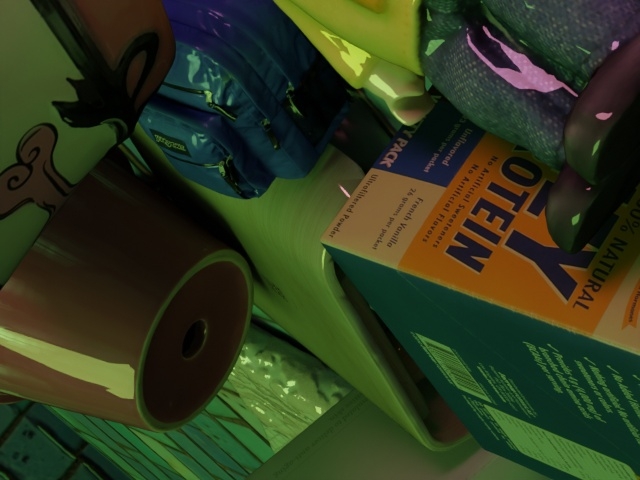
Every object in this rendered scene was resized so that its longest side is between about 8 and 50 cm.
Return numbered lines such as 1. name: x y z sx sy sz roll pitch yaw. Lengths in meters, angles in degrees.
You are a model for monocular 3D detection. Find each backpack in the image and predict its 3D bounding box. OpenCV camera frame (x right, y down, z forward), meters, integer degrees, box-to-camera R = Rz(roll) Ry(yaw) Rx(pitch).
1. backpack: -0.051 -0.088 0.867 0.098 0.101 0.120 17 155 31

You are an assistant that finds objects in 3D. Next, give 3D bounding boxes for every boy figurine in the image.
1. boy figurine: 0.018 -0.123 0.631 0.285 0.092 0.177 36 154 16

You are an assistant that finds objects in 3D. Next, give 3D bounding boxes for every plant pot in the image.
1. plant pot: -0.152 0.034 1.053 0.180 0.201 0.201 22 159 26

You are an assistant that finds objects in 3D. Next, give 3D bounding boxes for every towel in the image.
1. towel: 0.051 0.212 1.561 0.331 0.053 0.317 27 161 24

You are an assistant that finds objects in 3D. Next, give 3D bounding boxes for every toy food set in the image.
1. toy food set: 0.000 0.000 1.061 0.219 0.092 0.306 37 166 37

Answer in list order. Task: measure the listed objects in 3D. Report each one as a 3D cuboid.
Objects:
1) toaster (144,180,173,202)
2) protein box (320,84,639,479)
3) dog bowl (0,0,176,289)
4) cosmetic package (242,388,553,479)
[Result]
1. toaster: -0.158 0.036 1.304 0.110 0.186 0.168 42 154 -29
2. protein box: 0.148 0.030 0.736 0.201 0.136 0.200 19 156 43
3. dog bowl: -0.223 -0.174 0.718 0.408 0.150 0.408 51 172 9
4. cosmetic package: 0.103 0.286 1.269 0.155 0.197 0.366 32 152 48
